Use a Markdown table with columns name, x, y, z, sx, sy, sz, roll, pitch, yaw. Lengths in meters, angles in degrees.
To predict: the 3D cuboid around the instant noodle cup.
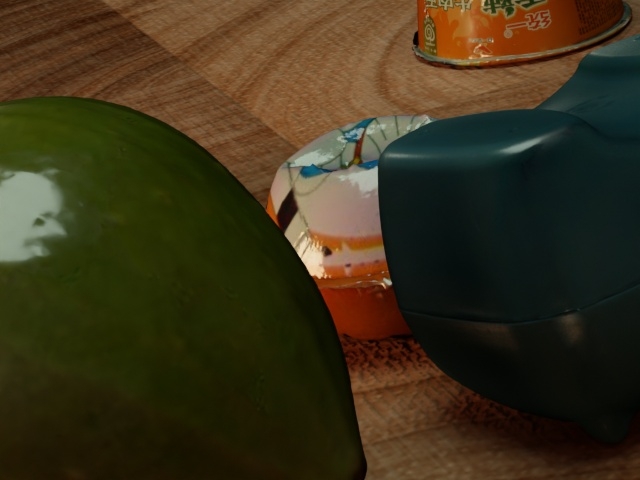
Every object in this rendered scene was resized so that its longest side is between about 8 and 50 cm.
| name | x | y | z | sx | sy | sz | roll | pitch | yaw |
| --- | --- | --- | --- | --- | --- | --- | --- | --- | --- |
| instant noodle cup | 0.192 | -0.297 | 1.914 | 0.230 | 0.182 | 0.230 | -10 | 23 | 4 |

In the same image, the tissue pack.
| name | x | y | z | sx | sy | sz | roll | pitch | yaw |
| --- | --- | --- | --- | --- | --- | --- | --- | --- | --- |
| tissue pack | 0.190 | -0.007 | 1.187 | 0.287 | 0.206 | 0.198 | -24 | 16 | -32 |

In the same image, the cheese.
| name | x | y | z | sx | sy | sz | roll | pitch | yaw |
| --- | --- | --- | --- | --- | --- | --- | --- | --- | --- |
| cheese | 0.000 | 0.000 | 1.349 | 0.329 | 0.129 | 0.217 | -11 | 20 | 2 |

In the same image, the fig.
| name | x | y | z | sx | sy | sz | roll | pitch | yaw |
| --- | --- | --- | --- | --- | --- | --- | --- | --- | --- |
| fig | -0.124 | 0.080 | 1.047 | 0.316 | 0.316 | 0.316 | -10 | 22 | 4 |
